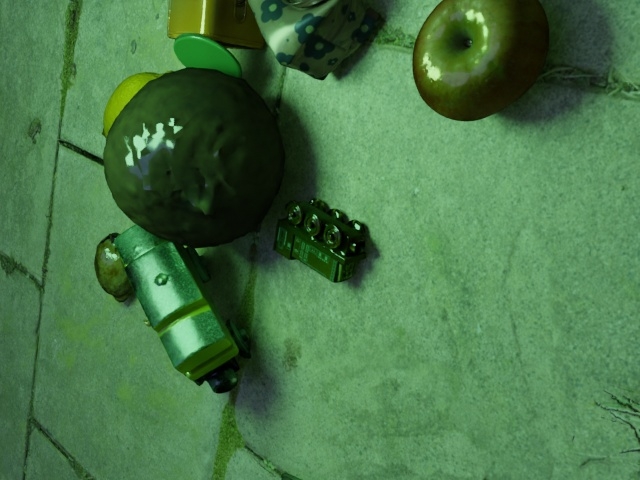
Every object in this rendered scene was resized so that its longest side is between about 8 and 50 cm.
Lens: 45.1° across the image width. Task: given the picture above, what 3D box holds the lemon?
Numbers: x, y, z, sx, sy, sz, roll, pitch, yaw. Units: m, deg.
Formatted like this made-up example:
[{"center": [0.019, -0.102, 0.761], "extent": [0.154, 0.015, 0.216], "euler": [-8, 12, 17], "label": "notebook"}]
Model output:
[{"center": [-0.418, -0.302, 1.913], "extent": [0.253, 0.228, 0.228], "euler": [-42, 64, 36], "label": "lemon"}]

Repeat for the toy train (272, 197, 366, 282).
[{"center": [0.000, 0.000, 1.619], "extent": [0.225, 0.090, 0.137], "euler": [32, 121, 39], "label": "toy train"}]

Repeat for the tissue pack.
[{"center": [-0.219, -0.577, 1.720], "extent": [0.145, 0.194, 0.274], "euler": [15, 104, 43], "label": "tissue pack"}]

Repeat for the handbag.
[{"center": [-0.020, -0.480, 1.546], "extent": [0.193, 0.190, 0.251], "euler": [-35, 64, 29], "label": "handbag"}]

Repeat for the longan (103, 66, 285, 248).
[{"center": [-0.272, -0.179, 1.668], "extent": [0.391, 0.391, 0.391], "euler": [4, 95, 44], "label": "longan"}]

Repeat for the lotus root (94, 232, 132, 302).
[{"center": [-0.568, 0.081, 2.160], "extent": [0.138, 0.138, 0.214], "euler": [20, 117, 42], "label": "lotus root"}]

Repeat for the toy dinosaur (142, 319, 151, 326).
[{"center": [-0.396, 0.191, 2.054], "extent": [0.212, 0.057, 0.142], "euler": [42, 102, 21], "label": "toy dinosaur"}]

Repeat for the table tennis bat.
[{"center": [-0.238, -0.380, 1.740], "extent": [0.160, 0.257, 0.039], "euler": [15, 68, 20], "label": "table tennis bat"}]

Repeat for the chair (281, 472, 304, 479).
[{"center": [-0.039, 0.612, 1.652], "extent": [0.270, 0.147, 0.136], "euler": [6, 96, 46], "label": "chair"}]

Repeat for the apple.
[{"center": [0.269, -0.310, 1.278], "extent": [0.235, 0.173, 0.210], "euler": [-23, 72, 34], "label": "apple"}]

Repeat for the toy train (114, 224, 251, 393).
[{"center": [-0.323, 0.143, 1.794], "extent": [0.179, 0.272, 0.442], "euler": [-31, 64, -4], "label": "toy train"}]
